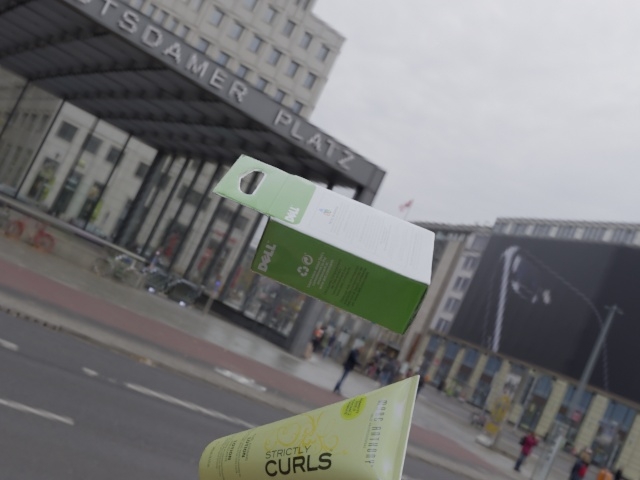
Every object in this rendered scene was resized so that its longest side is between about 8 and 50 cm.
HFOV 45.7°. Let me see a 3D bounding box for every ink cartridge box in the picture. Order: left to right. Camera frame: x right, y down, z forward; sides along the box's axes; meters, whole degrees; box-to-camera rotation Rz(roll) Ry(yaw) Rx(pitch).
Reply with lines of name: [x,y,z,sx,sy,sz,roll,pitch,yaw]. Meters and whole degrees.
ink cartridge box: [0.000,0.000,0.718,0.209,0.062,0.109,23,28,0]

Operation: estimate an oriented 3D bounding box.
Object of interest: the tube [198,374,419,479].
tube: [-0.013,0.175,0.634,0.062,0.070,0.240,-7,-13,-45]
